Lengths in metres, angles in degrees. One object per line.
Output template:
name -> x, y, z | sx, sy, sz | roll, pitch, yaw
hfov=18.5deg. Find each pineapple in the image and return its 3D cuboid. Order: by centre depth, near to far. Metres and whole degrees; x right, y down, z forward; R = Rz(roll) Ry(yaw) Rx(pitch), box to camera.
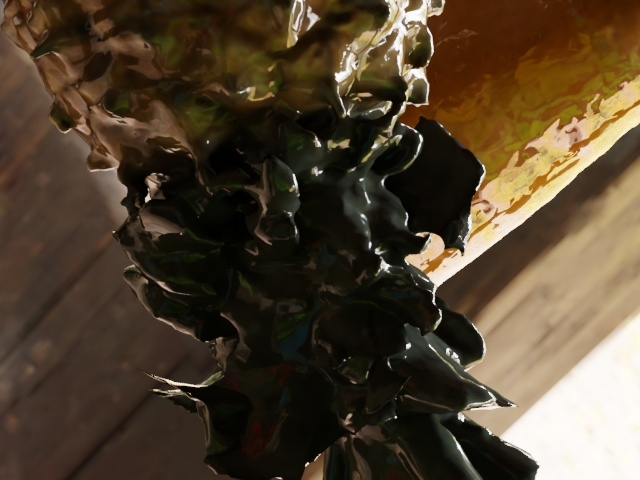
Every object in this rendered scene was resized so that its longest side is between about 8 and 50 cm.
pineapple -> -0.006, -0.015, 0.523 | 0.128, 0.128, 0.248 | -9, 80, -67

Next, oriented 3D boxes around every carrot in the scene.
carrot -> 0.065, -0.077, 0.783 | 0.159, 0.225, 0.159 | 54, 16, -23
